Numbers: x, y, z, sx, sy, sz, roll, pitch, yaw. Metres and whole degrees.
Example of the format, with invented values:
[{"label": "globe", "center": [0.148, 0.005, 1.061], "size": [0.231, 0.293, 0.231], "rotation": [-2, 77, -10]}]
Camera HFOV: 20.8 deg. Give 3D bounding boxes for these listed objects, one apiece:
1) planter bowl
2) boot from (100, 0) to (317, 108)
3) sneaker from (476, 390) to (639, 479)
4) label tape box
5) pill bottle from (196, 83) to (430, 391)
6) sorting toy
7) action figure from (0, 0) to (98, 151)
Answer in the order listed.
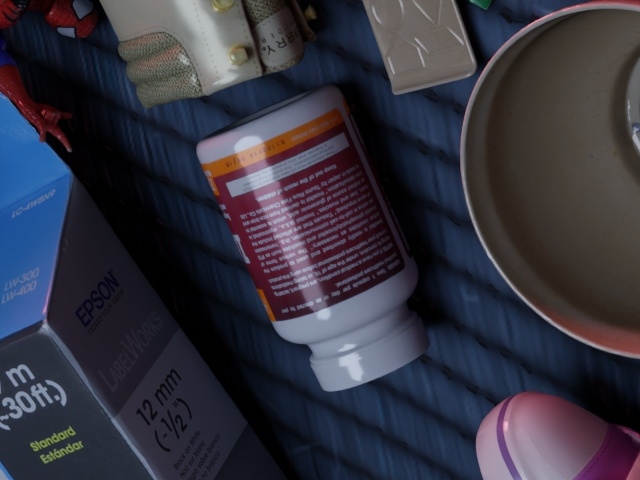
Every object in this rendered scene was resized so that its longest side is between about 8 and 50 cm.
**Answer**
[{"label": "planter bowl", "center": [0.159, -0.042, 0.784], "size": [0.162, 0.109, 0.162], "rotation": [16, 120, 30]}, {"label": "boot", "center": [-0.046, -0.185, 0.876], "size": [0.262, 0.095, 0.203], "rotation": [-20, 98, 43]}, {"label": "sneaker", "center": [0.220, 0.140, 0.840], "size": [0.282, 0.102, 0.161], "rotation": [38, 126, 2]}, {"label": "label tape box", "center": [-0.198, 0.111, 1.050], "size": [0.249, 0.115, 0.347], "rotation": [-24, 110, 31]}, {"label": "pill bottle", "center": [0.000, 0.000, 0.935], "size": [0.086, 0.086, 0.152], "rotation": [-18, 99, 40]}, {"label": "sorting toy", "center": [0.061, -0.112, 0.887], "size": [0.083, 0.012, 0.062], "rotation": [-10, 100, 42]}, {"label": "action figure", "center": [-0.205, -0.138, 0.902], "size": [0.139, 0.280, 0.091], "rotation": [44, 108, 36]}]
